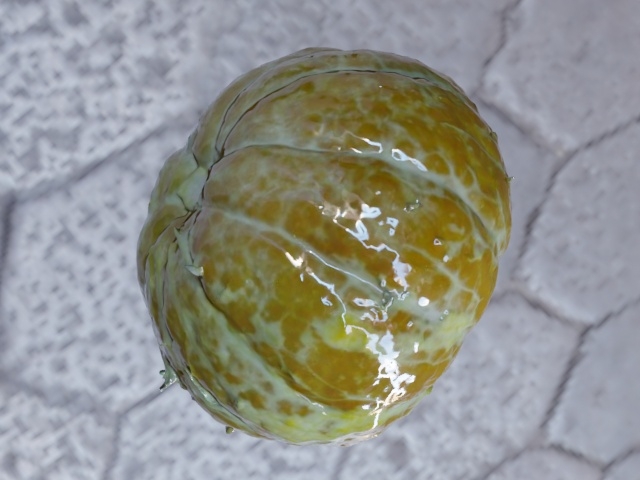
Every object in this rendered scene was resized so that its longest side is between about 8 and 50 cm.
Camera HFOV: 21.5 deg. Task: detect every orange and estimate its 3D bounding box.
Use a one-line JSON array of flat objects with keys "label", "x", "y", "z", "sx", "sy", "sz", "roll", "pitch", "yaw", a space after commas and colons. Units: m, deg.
[{"label": "orange", "x": 0.000, "y": 0.000, "z": 1.320, "sx": 0.249, "sy": 0.329, "sz": 0.329, "roll": 22, "pitch": 113, "yaw": -23}]
